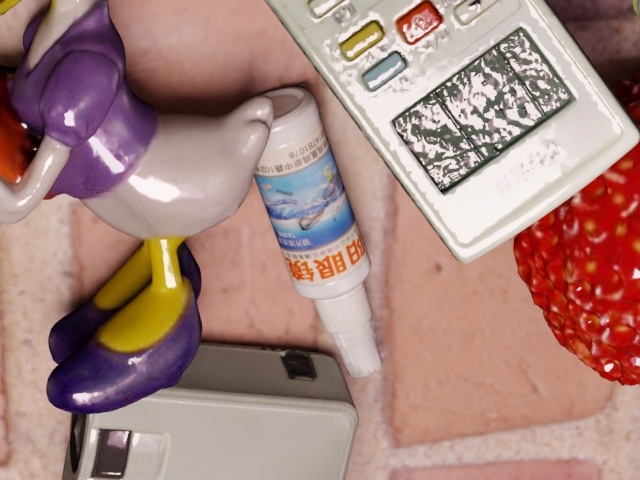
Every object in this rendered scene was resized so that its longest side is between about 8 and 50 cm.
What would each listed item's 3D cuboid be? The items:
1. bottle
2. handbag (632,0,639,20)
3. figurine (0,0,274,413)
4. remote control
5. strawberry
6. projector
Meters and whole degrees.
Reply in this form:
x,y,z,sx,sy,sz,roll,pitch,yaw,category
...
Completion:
x,y,z,sx,sy,sz,roll,pitch,yaw,category
0.000,0.000,1.341,0.060,0.060,0.217,-20,120,-1,bottle
0.293,-0.232,1.154,0.222,0.241,0.263,14,116,4,handbag
-0.133,-0.094,1.209,0.193,0.154,0.420,-18,117,-1,figurine
0.044,-0.159,1.208,0.145,0.050,0.344,-37,96,10,remote control
0.276,-0.003,1.294,0.261,0.257,0.261,-9,117,-17,strawberry
-0.094,0.196,1.397,0.192,0.099,0.256,5,116,-15,projector
